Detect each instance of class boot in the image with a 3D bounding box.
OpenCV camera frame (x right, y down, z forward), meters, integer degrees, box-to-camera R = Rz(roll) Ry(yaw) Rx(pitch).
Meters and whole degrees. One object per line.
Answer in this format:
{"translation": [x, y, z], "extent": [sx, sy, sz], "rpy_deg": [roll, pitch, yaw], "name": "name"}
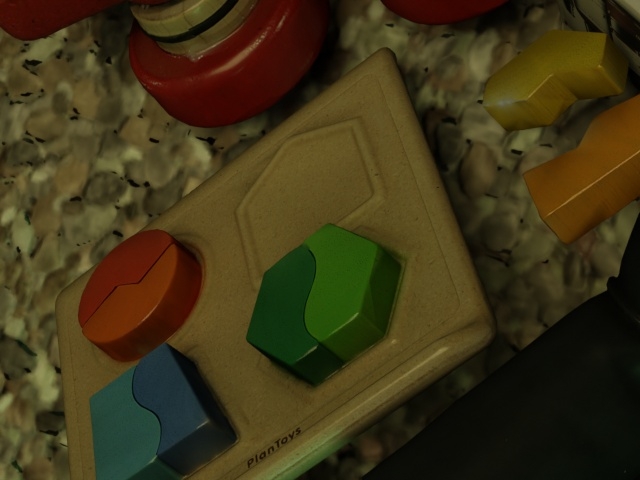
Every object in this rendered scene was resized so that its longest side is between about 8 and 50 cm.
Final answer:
{"translation": [0.108, 0.044, 0.592], "extent": [0.207, 0.246, 0.094], "rpy_deg": [-38, 61, -13], "name": "boot"}

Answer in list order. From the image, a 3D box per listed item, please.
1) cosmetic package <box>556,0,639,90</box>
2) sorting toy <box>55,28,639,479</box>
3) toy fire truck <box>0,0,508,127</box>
{"translation": [0.189, -0.054, 0.679], "extent": [0.060, 0.099, 0.239], "rpy_deg": [-44, 66, 1], "name": "cosmetic package"}
{"translation": [0.000, 0.000, 0.725], "extent": [0.307, 0.041, 0.229], "rpy_deg": [-36, 33, 16], "name": "sorting toy"}
{"translation": [-0.029, -0.217, 0.796], "extent": [0.302, 0.169, 0.254], "rpy_deg": [-21, 47, 22], "name": "toy fire truck"}
